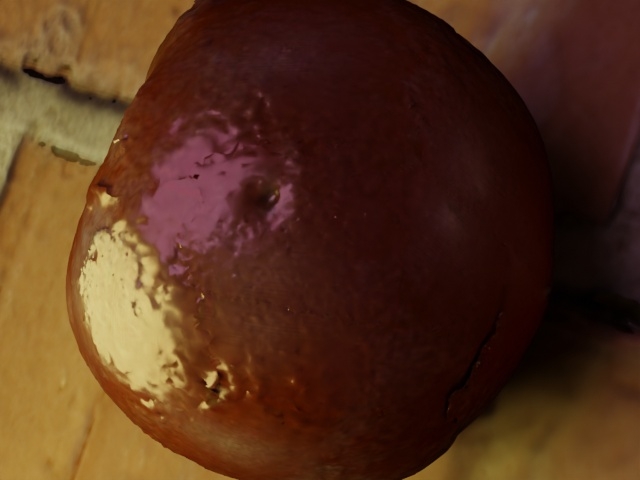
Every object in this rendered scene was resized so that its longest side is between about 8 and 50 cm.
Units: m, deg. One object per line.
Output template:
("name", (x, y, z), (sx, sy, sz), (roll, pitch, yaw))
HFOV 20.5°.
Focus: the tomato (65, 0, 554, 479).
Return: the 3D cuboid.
("tomato", (0.000, 0.000, 0.715), (0.208, 0.184, 0.208), (-64, 4, 8))
